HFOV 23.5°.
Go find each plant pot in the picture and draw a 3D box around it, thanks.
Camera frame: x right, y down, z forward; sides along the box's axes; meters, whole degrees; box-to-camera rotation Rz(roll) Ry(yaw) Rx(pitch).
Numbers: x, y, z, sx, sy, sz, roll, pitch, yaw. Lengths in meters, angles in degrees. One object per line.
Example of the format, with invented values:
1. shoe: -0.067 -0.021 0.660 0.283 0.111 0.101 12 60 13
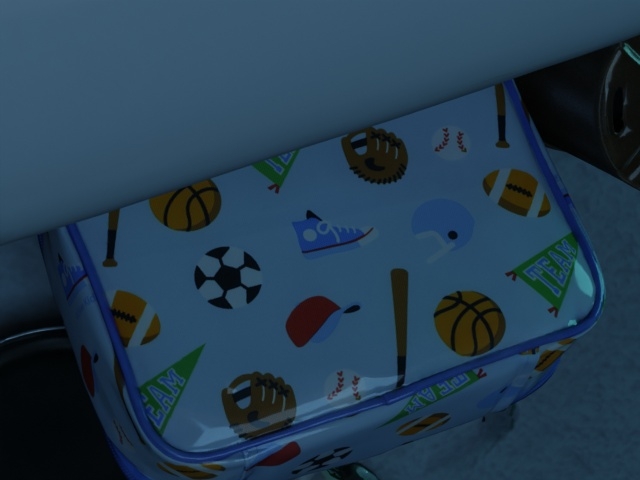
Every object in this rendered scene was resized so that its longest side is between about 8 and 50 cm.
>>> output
1. plant pot: 0.185 -0.111 0.923 0.167 0.165 0.167 -7 114 -15

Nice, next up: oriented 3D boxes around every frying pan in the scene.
1. frying pan: -0.214 0.181 0.978 0.326 0.053 0.197 -42 119 4

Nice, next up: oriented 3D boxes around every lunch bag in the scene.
1. lunch bag: 0.000 0.000 0.880 0.303 0.243 0.115 -17 159 -19

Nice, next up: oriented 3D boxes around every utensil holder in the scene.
1. utensil holder: -0.051 -0.189 0.723 0.385 0.327 0.328 -17 116 -13

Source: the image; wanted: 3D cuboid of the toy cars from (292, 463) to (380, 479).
1. toy cars: 0.027 0.142 1.021 0.176 0.087 0.394 -20 117 -10
